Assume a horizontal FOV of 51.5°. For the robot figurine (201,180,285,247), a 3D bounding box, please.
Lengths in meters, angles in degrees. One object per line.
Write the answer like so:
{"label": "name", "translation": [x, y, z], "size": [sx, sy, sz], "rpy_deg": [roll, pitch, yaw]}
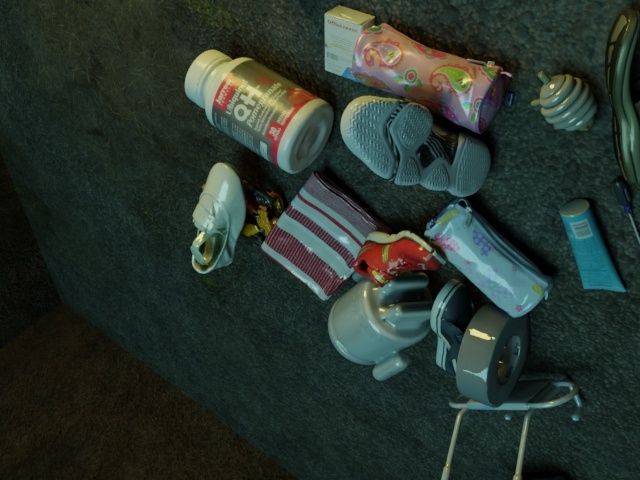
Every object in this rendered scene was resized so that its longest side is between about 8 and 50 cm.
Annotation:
{"label": "robot figurine", "translation": [-0.197, -0.084, 1.838], "size": [0.291, 0.085, 0.211], "rpy_deg": [15, 135, 38]}

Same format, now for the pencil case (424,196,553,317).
{"label": "pencil case", "translation": [0.343, 0.031, 1.358], "size": [0.273, 0.113, 0.124], "rpy_deg": [45, 131, 3]}

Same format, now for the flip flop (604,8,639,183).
{"label": "flip flop", "translation": [0.478, -0.212, 0.993], "size": [0.080, 0.112, 0.277], "rpy_deg": [-9, 119, 21]}

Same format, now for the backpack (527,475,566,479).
{"label": "backpack", "translation": [0.557, 0.742, 1.714], "size": [0.213, 0.263, 0.276], "rpy_deg": [57, 147, 13]}

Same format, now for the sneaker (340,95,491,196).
{"label": "sneaker", "translation": [0.133, -0.182, 1.210], "size": [0.210, 0.366, 0.137], "rpy_deg": [30, 103, 46]}

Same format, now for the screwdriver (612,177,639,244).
{"label": "screwdriver", "translation": [0.542, -0.036, 1.158], "size": [0.024, 0.025, 0.169], "rpy_deg": [-3, 122, 48]}

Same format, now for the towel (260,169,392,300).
{"label": "towel", "translation": [0.000, 0.000, 1.675], "size": [0.237, 0.037, 0.329], "rpy_deg": [39, 133, -1]}

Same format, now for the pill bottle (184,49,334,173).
{"label": "pill bottle", "translation": [-0.143, -0.298, 1.484], "size": [0.319, 0.176, 0.176], "rpy_deg": [33, 143, 18]}

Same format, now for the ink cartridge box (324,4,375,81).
{"label": "ink cartridge box", "translation": [0.056, -0.385, 1.297], "size": [0.089, 0.052, 0.122], "rpy_deg": [27, 142, 25]}

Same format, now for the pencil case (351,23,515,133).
{"label": "pencil case", "translation": [0.196, -0.293, 1.188], "size": [0.284, 0.124, 0.124], "rpy_deg": [28, 142, 24]}

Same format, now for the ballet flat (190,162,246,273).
{"label": "ballet flat", "translation": [-0.286, -0.036, 1.791], "size": [0.139, 0.139, 0.400], "rpy_deg": [37, 144, 14]}

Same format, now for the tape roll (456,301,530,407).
{"label": "tape roll", "translation": [0.379, 0.248, 1.443], "size": [0.072, 0.219, 0.219], "rpy_deg": [15, 135, 36]}

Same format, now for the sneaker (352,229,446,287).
{"label": "sneaker", "translation": [0.166, 0.052, 1.450], "size": [0.107, 0.118, 0.279], "rpy_deg": [42, 163, -19]}

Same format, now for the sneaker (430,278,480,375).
{"label": "sneaker", "translation": [0.340, 0.216, 1.539], "size": [0.128, 0.126, 0.321], "rpy_deg": [28, 153, 32]}

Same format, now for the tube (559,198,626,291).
{"label": "tube", "translation": [0.503, 0.019, 1.238], "size": [0.080, 0.052, 0.207], "rpy_deg": [6, 134, 50]}

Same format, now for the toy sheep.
{"label": "toy sheep", "translation": [0.395, -0.224, 1.073], "size": [0.132, 0.091, 0.091], "rpy_deg": [35, 148, -16]}

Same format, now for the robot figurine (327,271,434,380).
{"label": "robot figurine", "translation": [0.144, 0.190, 1.650], "size": [0.353, 0.200, 0.299], "rpy_deg": [133, 134, -55]}

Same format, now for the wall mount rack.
{"label": "wall mount rack", "translation": [0.419, 0.419, 1.495], "size": [0.350, 0.304, 0.130], "rpy_deg": [-21, 94, 54]}
